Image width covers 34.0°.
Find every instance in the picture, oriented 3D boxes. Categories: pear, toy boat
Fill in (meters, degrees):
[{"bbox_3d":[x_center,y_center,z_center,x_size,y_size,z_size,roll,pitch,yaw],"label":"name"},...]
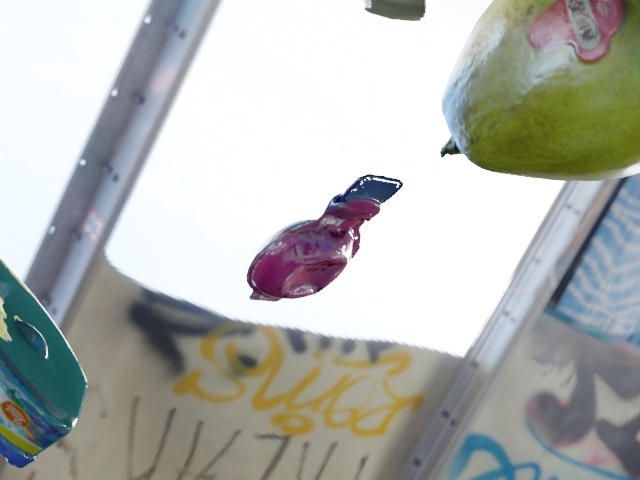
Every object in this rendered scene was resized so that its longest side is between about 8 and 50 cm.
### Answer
[{"bbox_3d":[0.300,-0.199,1.274,0.287,0.375,0.287,45,-153,-31],"label":"pear"},{"bbox_3d":[-0.190,0.034,0.440,0.175,0.110,0.091,56,-173,-19],"label":"toy boat"}]

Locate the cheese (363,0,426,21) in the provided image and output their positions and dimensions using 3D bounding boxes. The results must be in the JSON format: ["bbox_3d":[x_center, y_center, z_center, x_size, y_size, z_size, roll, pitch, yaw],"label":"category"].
[{"bbox_3d":[0.134,-0.308,0.889,0.163,0.286,0.082,60,-178,0],"label":"cheese"}]

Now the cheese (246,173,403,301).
[{"bbox_3d":[0.000,0.000,1.254,0.155,0.244,0.062,5,-131,-45],"label":"cheese"}]
